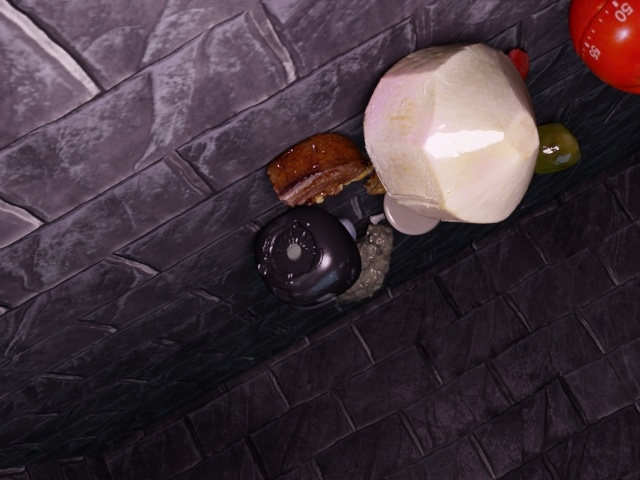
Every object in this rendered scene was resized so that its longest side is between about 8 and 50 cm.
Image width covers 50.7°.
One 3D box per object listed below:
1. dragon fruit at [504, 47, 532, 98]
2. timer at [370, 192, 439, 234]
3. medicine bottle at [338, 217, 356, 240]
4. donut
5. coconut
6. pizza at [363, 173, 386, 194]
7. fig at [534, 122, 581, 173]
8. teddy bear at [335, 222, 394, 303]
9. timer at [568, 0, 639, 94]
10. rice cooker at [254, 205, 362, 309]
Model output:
[{"bbox_3d":[0.379,-0.309,1.621,0.343,0.100,0.282,-37,167,29],"label":"dragon fruit"},{"bbox_3d":[0.243,-0.099,1.999,0.175,0.175,0.266,-27,-178,-8],"label":"timer"},{"bbox_3d":[0.000,0.000,1.942,0.203,0.083,0.083,-19,161,-26],"label":"medicine bottle"},{"bbox_3d":[-0.001,-0.154,1.390,0.186,0.126,0.144,-37,156,13],"label":"donut"},{"bbox_3d":[0.259,-0.195,1.264,0.353,0.352,0.352,-27,164,-8],"label":"coconut"},{"bbox_3d":[0.197,-0.196,1.720,0.188,0.062,0.199,-19,155,-8],"label":"pizza"},{"bbox_3d":[0.703,-0.291,2.144,0.233,0.167,0.167,4,178,25],"label":"fig"},{"bbox_3d":[0.033,0.091,2.154,0.367,0.224,0.357,9,144,-41],"label":"teddy bear"},{"bbox_3d":[0.661,-0.465,1.278,0.378,0.279,0.378,-25,162,-9],"label":"timer"},{"bbox_3d":[-0.034,0.046,1.730,0.267,0.267,0.224,-33,163,15],"label":"rice cooker"}]
